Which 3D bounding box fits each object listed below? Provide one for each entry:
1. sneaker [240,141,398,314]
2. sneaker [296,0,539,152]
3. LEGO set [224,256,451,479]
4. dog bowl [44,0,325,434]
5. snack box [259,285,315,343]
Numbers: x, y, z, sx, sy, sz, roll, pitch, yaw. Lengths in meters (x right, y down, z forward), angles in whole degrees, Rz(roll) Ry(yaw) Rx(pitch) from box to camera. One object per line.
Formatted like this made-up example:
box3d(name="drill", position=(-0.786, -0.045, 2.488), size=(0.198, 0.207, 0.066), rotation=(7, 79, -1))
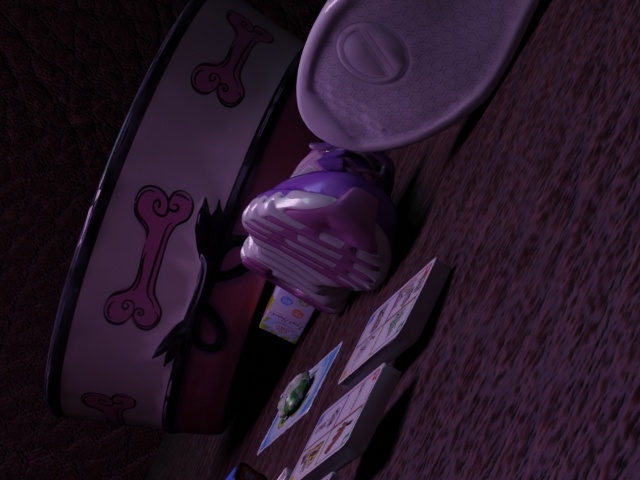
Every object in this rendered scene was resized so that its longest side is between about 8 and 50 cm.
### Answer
box3d(name="sneaker", position=(0.010, -0.023, 1.146), size=(0.104, 0.095, 0.236), rotation=(-58, 2, -11))
box3d(name="sneaker", position=(0.088, -0.177, 1.005), size=(0.296, 0.104, 0.147), rotation=(-53, 9, 40))
box3d(name="LEGO set", position=(-0.010, 0.134, 0.908), size=(0.244, 0.060, 0.182), rotation=(-46, 13, 54))
box3d(name="dog bowl", position=(-0.094, -0.011, 1.560), size=(0.408, 0.150, 0.408), rotation=(21, -90, -87))
box3d(name="snack box", position=(0.000, 0.000, 1.415), size=(0.141, 0.037, 0.100), rotation=(-69, 4, -49))
